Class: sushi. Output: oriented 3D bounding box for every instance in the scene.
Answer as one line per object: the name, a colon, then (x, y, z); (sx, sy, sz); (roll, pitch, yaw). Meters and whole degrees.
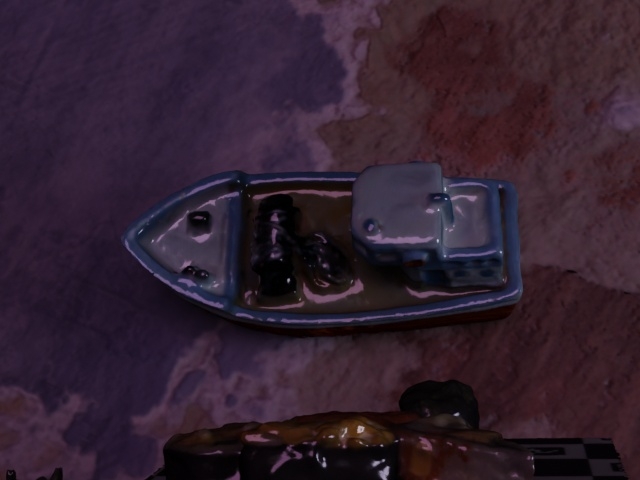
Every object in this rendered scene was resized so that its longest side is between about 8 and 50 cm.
sushi: (0.038, 0.138, 0.896); (0.343, 0.359, 0.064); (-2, 91, 9)

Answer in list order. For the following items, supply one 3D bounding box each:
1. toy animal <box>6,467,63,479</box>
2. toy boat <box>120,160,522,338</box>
toy animal: (-0.256, 0.236, 1.055); (0.065, 0.047, 0.136); (30, 75, 31)
toy boat: (0.000, 0.000, 1.095); (0.331, 0.133, 0.145); (-2, 63, 8)
